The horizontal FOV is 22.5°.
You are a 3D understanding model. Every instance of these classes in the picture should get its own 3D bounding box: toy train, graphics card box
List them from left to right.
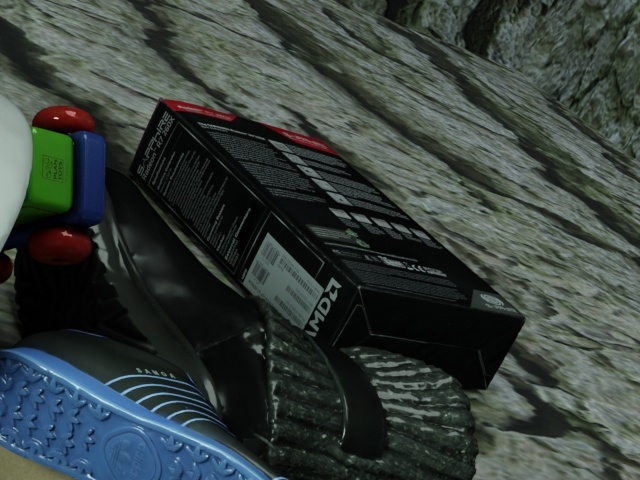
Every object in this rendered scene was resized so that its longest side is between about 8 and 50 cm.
[{"bbox_3d":[-0.273,-0.030,1.099,0.248,0.105,0.143,-13,-19,41],"label":"toy train"},{"bbox_3d":[0.000,0.000,1.565,0.233,0.094,0.371,12,21,-43],"label":"graphics card box"}]

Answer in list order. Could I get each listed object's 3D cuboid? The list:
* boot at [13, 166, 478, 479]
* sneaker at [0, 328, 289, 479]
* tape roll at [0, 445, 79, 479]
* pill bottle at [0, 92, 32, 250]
[{"bbox_3d":[-0.063,0.072,1.167,0.260,0.131,0.348,6,36,-36],"label":"boot"},{"bbox_3d":[-0.074,0.115,0.869,0.232,0.081,0.090,32,23,17],"label":"sneaker"},{"bbox_3d":[-0.191,0.163,0.811,0.392,0.072,0.392,25,17,-8],"label":"tape roll"},{"bbox_3d":[-0.323,-0.090,0.745,0.361,0.204,0.204,38,7,-37],"label":"pill bottle"}]
